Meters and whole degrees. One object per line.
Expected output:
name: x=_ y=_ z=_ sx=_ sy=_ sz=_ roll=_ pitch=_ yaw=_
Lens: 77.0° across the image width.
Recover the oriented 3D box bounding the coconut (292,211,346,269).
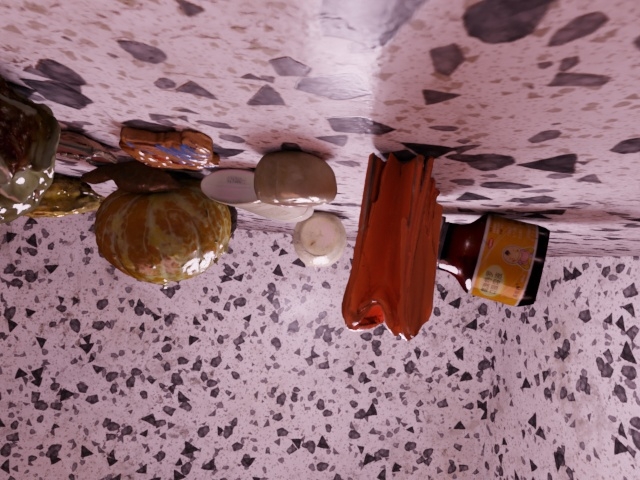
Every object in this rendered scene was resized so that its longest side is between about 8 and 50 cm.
coconut: x=0.000 y=0.000 z=1.530 sx=0.225 sy=0.223 sz=0.234 roll=6 pitch=165 yaw=2

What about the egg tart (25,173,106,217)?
egg tart: x=-0.833 y=-0.152 z=1.261 sx=0.298 sy=0.132 sz=0.297 roll=8 pitch=-168 yaw=-2

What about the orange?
orange: x=-0.391 y=-0.029 z=1.022 sx=0.330 sy=0.248 sz=0.329 roll=-2 pitch=-158 yaw=1

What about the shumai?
shumai: x=-0.443 y=-0.139 z=0.513 sx=0.219 sy=0.188 sz=0.256 roll=-13 pitch=156 yaw=14

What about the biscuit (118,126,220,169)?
biscuit: x=-0.282 y=-0.161 z=0.739 sx=0.183 sy=0.043 sz=0.280 roll=13 pitch=170 yaw=-41

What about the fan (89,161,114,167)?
fan: x=-0.528 y=-0.174 z=1.062 sx=0.057 sy=0.023 sz=0.282 roll=-2 pitch=178 yaw=-9

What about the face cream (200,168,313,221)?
face cream: x=-0.138 y=-0.103 z=1.034 sx=0.174 sy=0.081 sz=0.349 roll=6 pitch=177 yaw=18

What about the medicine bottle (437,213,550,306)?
medicine bottle: x=0.422 y=0.038 z=1.152 sx=0.396 sy=0.242 sz=0.243 roll=11 pitch=179 yaw=22

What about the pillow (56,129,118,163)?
pillow: x=-0.510 y=-0.179 z=0.739 sx=0.233 sy=0.043 sz=0.126 roll=7 pitch=178 yaw=-9

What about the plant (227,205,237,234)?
plant: x=-0.414 y=-0.067 z=1.433 sx=0.194 sy=0.181 sz=0.321 roll=8 pitch=172 yaw=-25

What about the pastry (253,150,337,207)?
pastry: x=-0.044 y=-0.107 z=0.729 sx=0.157 sy=0.091 sz=0.156 roll=8 pitch=180 yaw=0

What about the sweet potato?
sweet potato: x=-0.439 y=-0.146 z=0.911 sx=0.270 sy=0.074 sz=0.075 roll=6 pitch=177 yaw=14

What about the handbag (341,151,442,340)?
handbag: x=0.158 y=0.022 z=0.774 sx=0.116 sy=0.302 sz=0.410 roll=6 pitch=176 yaw=19
